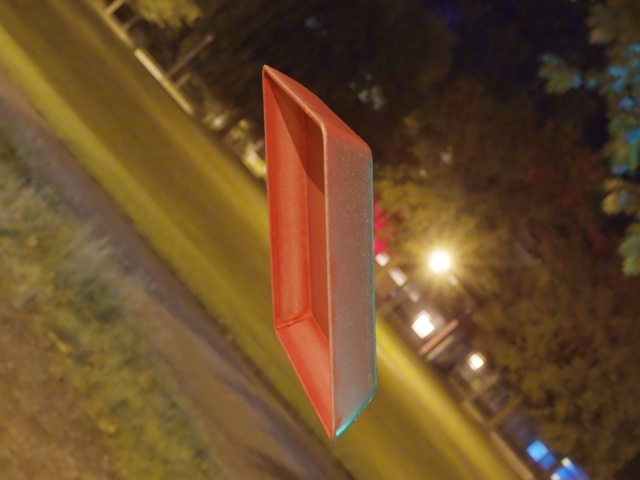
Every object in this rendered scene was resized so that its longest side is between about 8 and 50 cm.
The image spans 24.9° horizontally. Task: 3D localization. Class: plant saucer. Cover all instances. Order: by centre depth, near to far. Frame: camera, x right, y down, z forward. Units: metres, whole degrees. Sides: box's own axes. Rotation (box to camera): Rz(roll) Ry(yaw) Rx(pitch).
[{"bbox_3d":[0.000,0.000,1.215,0.258,0.048,0.259,-126,-147,-69],"label":"plant saucer"}]
